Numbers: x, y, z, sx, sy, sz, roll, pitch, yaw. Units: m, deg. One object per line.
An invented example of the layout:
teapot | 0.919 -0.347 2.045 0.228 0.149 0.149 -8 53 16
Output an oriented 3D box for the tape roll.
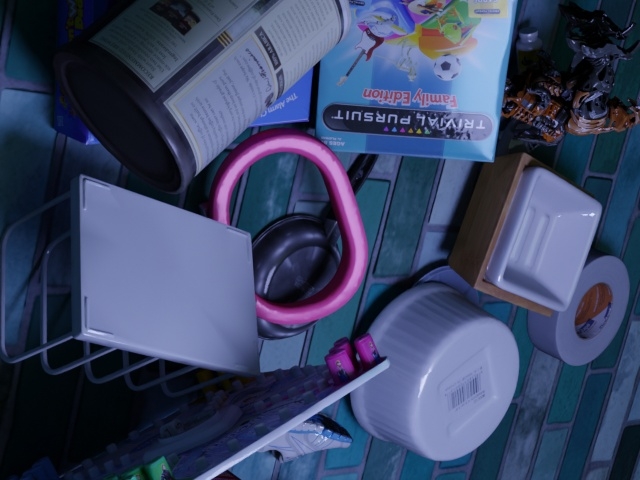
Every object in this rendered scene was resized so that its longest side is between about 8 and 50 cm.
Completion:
tape roll | 0.483 0.121 2.325 0.219 0.072 0.219 -20 122 -37

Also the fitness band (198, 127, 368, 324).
fitness band | -0.046 -0.014 1.714 0.209 0.054 0.290 -23 117 -11

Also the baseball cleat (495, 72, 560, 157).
baseball cleat | 0.377 -0.194 2.058 0.206 0.109 0.072 -52 142 -10

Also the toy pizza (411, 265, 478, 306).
toy pizza | 0.187 0.134 2.078 0.201 0.032 0.201 -18 119 -36

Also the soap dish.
soap dish | 0.341 -0.008 2.075 0.291 0.118 0.228 21 89 -53

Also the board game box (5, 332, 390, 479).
board game box | -0.165 0.231 1.556 0.390 0.390 0.050 -27 96 -34

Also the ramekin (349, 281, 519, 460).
ramekin | 0.193 0.218 2.000 0.277 0.135 0.277 -18 119 -36

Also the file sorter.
file sorter | -0.234 0.072 1.513 0.278 0.173 0.192 20 55 -46

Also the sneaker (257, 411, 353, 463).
sneaker | -0.034 0.307 1.927 0.191 0.071 0.083 18 101 -38

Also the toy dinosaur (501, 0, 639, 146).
toy dinosaur | 0.409 -0.245 1.970 0.322 0.164 0.218 -4 124 -20

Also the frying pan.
frying pan | 0.006 0.024 1.851 0.326 0.053 0.197 -38 130 -22

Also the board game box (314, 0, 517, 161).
board game box | 0.128 -0.279 1.675 0.254 0.079 0.336 4 118 0

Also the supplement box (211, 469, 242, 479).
supplement box | -0.152 0.364 1.705 0.130 0.239 0.073 15 97 -46

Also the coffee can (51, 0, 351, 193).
coffee can | -0.128 -0.215 1.387 0.275 0.201 0.201 -45 133 -20

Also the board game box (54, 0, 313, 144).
board game box | -0.157 -0.255 1.545 0.347 0.078 0.233 -10 115 -41

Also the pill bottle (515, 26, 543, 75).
pill bottle | 0.340 -0.303 2.023 0.043 0.043 0.083 -31 127 -31
